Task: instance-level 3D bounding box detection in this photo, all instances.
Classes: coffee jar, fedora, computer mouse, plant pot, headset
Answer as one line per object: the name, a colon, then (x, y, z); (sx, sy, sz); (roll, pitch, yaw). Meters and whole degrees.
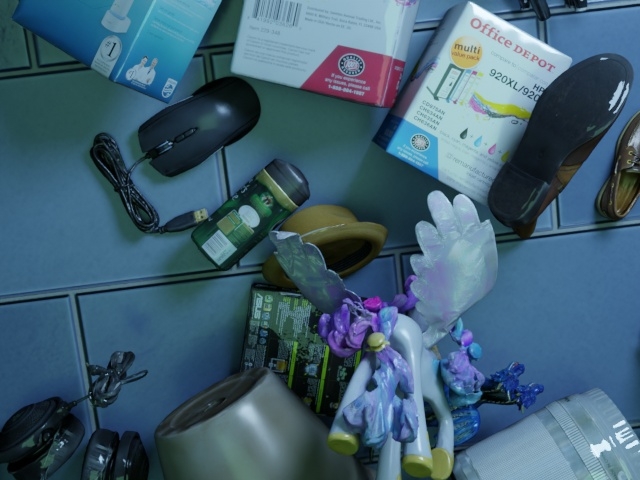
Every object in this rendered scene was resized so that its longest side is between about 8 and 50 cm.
coffee jar: (-0.098, -0.041, 1.435); (0.184, 0.096, 0.079); (-41, 90, 3)
fedora: (0.000, 0.000, 1.440); (0.194, 0.194, 0.079); (-19, 65, 0)
computer mouse: (-0.192, -0.116, 1.434); (0.262, 0.060, 0.184); (-25, 100, 1)
plant pot: (-0.086, 0.346, 1.398); (0.323, 0.323, 0.280); (-27, 98, 1)
headset: (-0.367, 0.330, 1.440); (0.243, 0.185, 0.394); (27, 109, -8)

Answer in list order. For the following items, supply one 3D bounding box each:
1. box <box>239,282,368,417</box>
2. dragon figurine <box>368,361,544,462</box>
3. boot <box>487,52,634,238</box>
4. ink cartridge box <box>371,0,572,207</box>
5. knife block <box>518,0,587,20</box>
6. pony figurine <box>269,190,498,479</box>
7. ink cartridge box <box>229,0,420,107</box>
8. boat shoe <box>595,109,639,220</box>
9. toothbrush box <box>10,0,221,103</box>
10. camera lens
box: (-0.028, 0.170, 1.505); (0.184, 0.045, 0.190); (7, 100, -7)
dragon figurine: (0.190, 0.257, 1.483); (0.289, 0.144, 0.085); (-28, 100, 1)
boot: (0.344, -0.118, 1.361); (0.096, 0.280, 0.264); (31, 97, 19)
ink cartridge box: (0.210, -0.196, 1.390); (0.171, 0.168, 0.232); (28, 97, -7)
knife block: (0.278, -0.431, 1.324); (0.088, 0.275, 0.242); (-31, 71, 2)
pony figurine: (0.102, 0.138, 1.317); (0.303, 0.363, 0.351); (-6, 139, 22)
ink cartridge box: (0.024, -0.353, 1.345); (0.226, 0.131, 0.306); (16, 98, 12)
boat shoe: (0.476, -0.112, 1.478); (0.064, 0.060, 0.178); (20, 98, -7)
toothbrush box: (-0.244, -0.368, 1.306); (0.216, 0.126, 0.295); (31, 98, 27)
camera lens: (0.347, 0.373, 1.475); (0.274, 0.219, 0.219); (-28, 101, 2)
